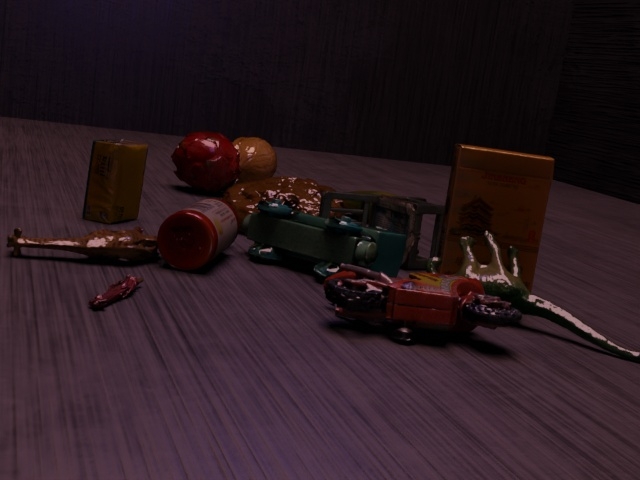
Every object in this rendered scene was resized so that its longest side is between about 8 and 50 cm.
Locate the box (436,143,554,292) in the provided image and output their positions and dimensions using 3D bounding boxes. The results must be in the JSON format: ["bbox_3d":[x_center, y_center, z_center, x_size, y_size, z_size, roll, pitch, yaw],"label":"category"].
[{"bbox_3d":[0.314,-0.029,1.622,0.174,0.274,0.076,7,9,-3],"label":"box"}]

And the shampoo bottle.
[{"bbox_3d":[-0.212,-0.022,1.643,0.104,0.104,0.278,9,11,6],"label":"shampoo bottle"}]

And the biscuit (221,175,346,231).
[{"bbox_3d":[-0.083,-0.084,2.004,0.295,0.075,0.296,2,26,-1],"label":"biscuit"}]

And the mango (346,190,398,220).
[{"bbox_3d":[0.145,-0.093,2.330,0.122,0.086,0.191,-6,18,-42],"label":"mango"}]

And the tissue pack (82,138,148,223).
[{"bbox_3d":[-0.426,-0.125,1.855,0.082,0.169,0.120,15,11,17],"label":"tissue pack"}]

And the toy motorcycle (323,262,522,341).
[{"bbox_3d":[0.151,0.095,1.358,0.298,0.089,0.171,8,10,0],"label":"toy motorcycle"}]

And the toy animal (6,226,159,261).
[{"bbox_3d":[-0.390,0.005,1.519,0.149,0.054,0.275,15,13,42],"label":"toy animal"}]

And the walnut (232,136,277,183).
[{"bbox_3d":[-0.207,-0.220,2.552,0.159,0.159,0.206,11,18,15],"label":"walnut"}]

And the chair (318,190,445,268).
[{"bbox_3d":[0.144,-0.022,1.828,0.270,0.136,0.147,3,11,-34],"label":"chair"}]

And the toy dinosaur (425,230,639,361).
[{"bbox_3d":[0.293,0.124,1.472,0.447,0.087,0.301,-12,51,3],"label":"toy dinosaur"}]

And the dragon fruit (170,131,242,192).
[{"bbox_3d":[-0.305,-0.210,2.390,0.209,0.172,0.172,24,14,10],"label":"dragon fruit"}]

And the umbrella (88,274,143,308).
[{"bbox_3d":[-0.297,0.074,1.308,0.027,0.025,0.165,31,15,4],"label":"umbrella"}]

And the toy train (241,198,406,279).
[{"bbox_3d":[0.000,0.000,1.689,0.298,0.120,0.194,15,6,33],"label":"toy train"}]
